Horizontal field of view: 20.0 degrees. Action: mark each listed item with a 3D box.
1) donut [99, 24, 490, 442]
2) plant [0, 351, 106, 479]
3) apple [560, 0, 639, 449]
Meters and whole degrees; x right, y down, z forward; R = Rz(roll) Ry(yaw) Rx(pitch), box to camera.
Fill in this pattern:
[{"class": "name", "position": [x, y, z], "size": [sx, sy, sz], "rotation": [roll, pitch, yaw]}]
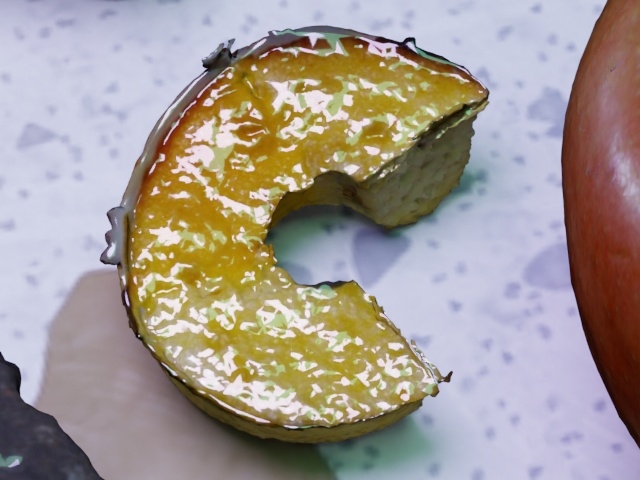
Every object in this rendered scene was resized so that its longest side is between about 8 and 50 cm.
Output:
[{"class": "donut", "position": [-0.012, 0.000, 0.748], "size": [0.146, 0.078, 0.181], "rotation": [9, 67, 4]}, {"class": "plant", "position": [-0.193, 0.155, 0.614], "size": [0.146, 0.149, 0.274], "rotation": [33, 61, 33]}, {"class": "apple", "position": [0.234, -0.017, 0.626], "size": [0.319, 0.277, 0.319], "rotation": [-15, 49, 18]}]
